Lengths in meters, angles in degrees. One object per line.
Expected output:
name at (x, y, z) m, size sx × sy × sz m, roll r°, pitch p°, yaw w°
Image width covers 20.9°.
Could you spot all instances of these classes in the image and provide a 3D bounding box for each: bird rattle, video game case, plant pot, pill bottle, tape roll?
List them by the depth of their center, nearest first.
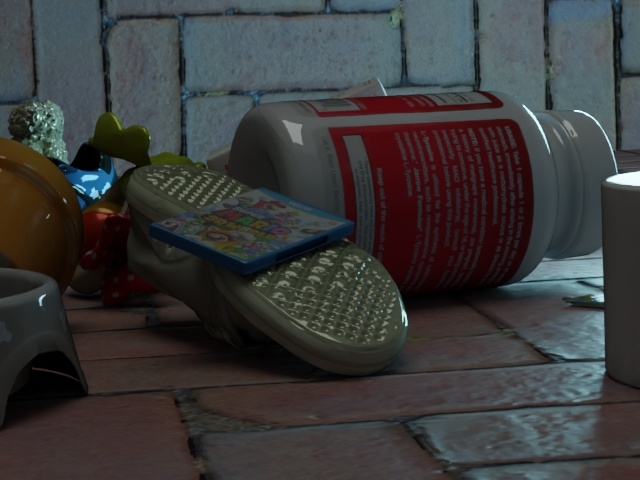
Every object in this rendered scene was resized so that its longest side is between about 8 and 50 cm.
tape roll at (0.360, 0.027, 1.467) m, size 0.246 × 0.169 × 0.246 m, roll -3°, pitch 6°, yaw 0°
video game case at (-0.064, -0.011, 1.651) m, size 0.119 × 0.015 × 0.166 m, roll 21°, pitch 25°, yaw 32°
plant pot at (-0.350, 0.019, 1.762) m, size 0.205 × 0.205 × 0.188 m, roll -3°, pitch 22°, yaw -2°
pill bottle at (0.118, -0.052, 1.966) m, size 0.408 × 0.229 × 0.229 m, roll -5°, pitch 7°, yaw -22°
bird rattle at (-0.233, -0.011, 2.071) m, size 0.143 × 0.253 × 0.207 m, roll 24°, pitch -42°, yaw -25°

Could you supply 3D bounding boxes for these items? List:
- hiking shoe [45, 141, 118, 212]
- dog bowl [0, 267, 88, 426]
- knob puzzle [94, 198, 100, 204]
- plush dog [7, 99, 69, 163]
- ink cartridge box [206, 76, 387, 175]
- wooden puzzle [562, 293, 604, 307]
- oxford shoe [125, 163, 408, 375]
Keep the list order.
hiking shoe at (-0.391, -0.047, 2.411) m, size 0.113 × 0.132 × 0.304 m, roll 0°, pitch 19°, yaw 31°
dog bowl at (-0.374, 0.091, 1.477) m, size 0.349 × 0.102 × 0.349 m, roll -2°, pitch 7°, yaw 0°
knob puzzle at (-0.278, -0.030, 2.329) m, size 0.030 × 0.213 × 0.213 m, roll 43°, pitch 15°, yaw 5°
plush dog at (-0.499, -0.068, 2.728) m, size 0.262 × 0.210 × 0.225 m, roll -32°, pitch 2°, yaw 37°
ink cartridge box at (-0.002, -0.075, 2.149) m, size 0.237 × 0.172 × 0.100 m, roll -24°, pitch 7°, yaw 4°
wooden puzzle at (0.296, 0.065, 1.856) m, size 0.083 × 0.006 × 0.049 m, roll 3°, pitch 9°, yaw 40°
oxford shoe at (-0.062, 0.046, 1.700) m, size 0.169 × 0.130 × 0.449 m, roll -2°, pitch 20°, yaw -33°
